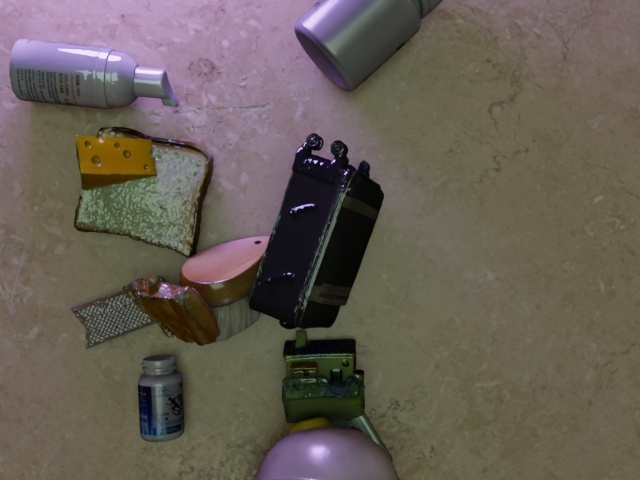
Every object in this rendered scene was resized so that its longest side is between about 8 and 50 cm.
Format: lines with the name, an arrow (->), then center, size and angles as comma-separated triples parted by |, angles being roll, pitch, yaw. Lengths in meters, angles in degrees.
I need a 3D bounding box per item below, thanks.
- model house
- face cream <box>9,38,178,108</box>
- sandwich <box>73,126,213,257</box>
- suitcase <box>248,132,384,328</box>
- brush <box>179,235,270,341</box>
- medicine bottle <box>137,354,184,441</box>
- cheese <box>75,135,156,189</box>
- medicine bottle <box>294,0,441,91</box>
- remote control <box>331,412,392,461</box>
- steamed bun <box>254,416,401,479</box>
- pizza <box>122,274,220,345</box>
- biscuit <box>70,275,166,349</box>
model house -> 0.007, 0.308, 1.670 | 0.193, 0.170, 0.212 | -3, 55, 3
face cream -> -0.519, -0.384, 1.648 | 0.369, 0.145, 0.146 | 5, 91, -3
sandwich -> -0.420, -0.122, 1.681 | 0.300, 0.099, 0.272 | 13, 86, 1
suitcase -> 0.000, 0.000, 1.611 | 0.194, 0.283, 0.434 | 21, 91, 19
brush -> -0.202, 0.106, 1.674 | 0.266, 0.174, 0.166 | -29, 127, -31
medicine bottle -> -0.385, 0.378, 1.688 | 0.106, 0.107, 0.192 | -2, 92, -2
cheese -> -0.465, -0.183, 1.600 | 0.171, 0.126, 0.093 | -7, 80, -20
medicine bottle -> 0.125, -0.534, 1.636 | 0.339, 0.208, 0.208 | -42, 93, -1
remote control -> 0.085, 0.479, 1.743 | 0.098, 0.038, 0.234 | -32, 91, -2
steamed bun -> 0.011, 0.579, 1.585 | 0.333, 0.374, 0.334 | 12, 62, -24
pizza -> -0.340, 0.150, 1.579 | 0.071, 0.296, 0.189 | -51, 124, -31
biscuit -> -0.476, 0.173, 1.703 | 0.238, 0.062, 0.108 | -20, 90, -3
